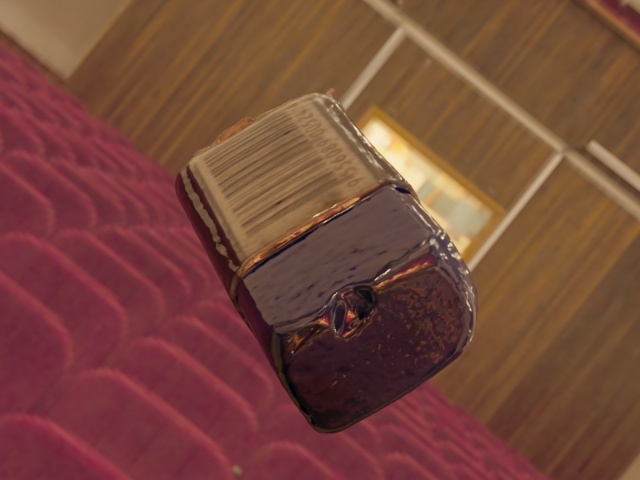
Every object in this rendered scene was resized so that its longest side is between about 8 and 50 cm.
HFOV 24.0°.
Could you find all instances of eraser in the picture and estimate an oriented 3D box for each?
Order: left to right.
[{"bbox_3d":[0.000,0.000,1.107,0.101,0.155,0.332,59,-2,-30],"label":"eraser"}]
